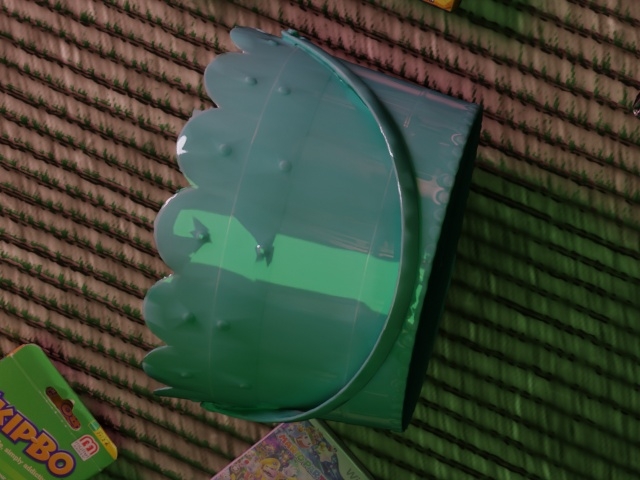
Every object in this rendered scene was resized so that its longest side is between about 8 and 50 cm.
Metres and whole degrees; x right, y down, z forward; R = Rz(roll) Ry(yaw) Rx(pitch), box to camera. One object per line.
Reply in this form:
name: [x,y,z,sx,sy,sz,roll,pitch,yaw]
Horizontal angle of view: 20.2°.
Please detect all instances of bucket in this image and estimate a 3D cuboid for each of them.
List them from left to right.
bucket: [0.000,0.000,1.269,0.183,0.281,0.281,13,110,8]

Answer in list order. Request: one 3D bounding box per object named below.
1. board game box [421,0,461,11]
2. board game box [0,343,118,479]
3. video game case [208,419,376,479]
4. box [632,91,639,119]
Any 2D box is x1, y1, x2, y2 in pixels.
board game box: [0.044,-0.261,1.284,0.170,0.048,0.141,22,113,7]
board game box: [-0.295,0.193,1.527,0.259,0.039,0.124,-34,97,25]
video game case: [-0.026,0.200,1.469,0.122,0.011,0.087,-40,93,22]
box: [0.349,-0.102,1.254,0.191,0.045,0.184,41,115,-1]
